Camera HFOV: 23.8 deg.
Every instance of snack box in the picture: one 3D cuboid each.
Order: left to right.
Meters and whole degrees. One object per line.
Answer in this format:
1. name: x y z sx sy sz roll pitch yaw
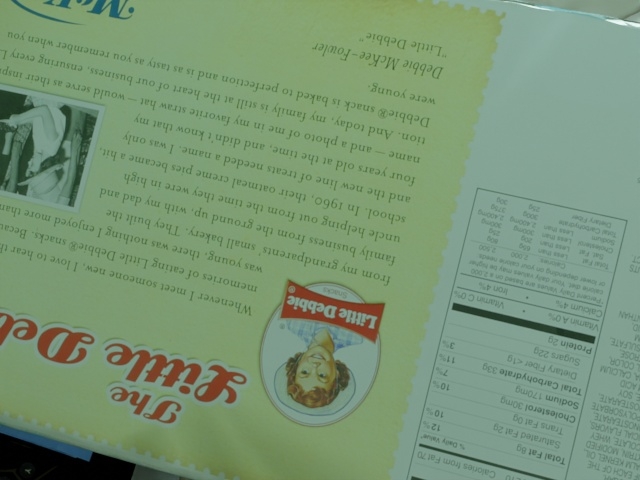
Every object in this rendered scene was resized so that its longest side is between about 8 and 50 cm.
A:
1. snack box: 0.000 0.000 0.544 0.060 0.322 0.187 26 78 -74

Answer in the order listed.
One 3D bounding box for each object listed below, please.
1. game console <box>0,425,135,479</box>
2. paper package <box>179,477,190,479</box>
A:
1. game console: -0.148 0.104 0.641 0.213 0.044 0.361 26 74 -31
2. paper package: 0.116 0.084 0.638 0.168 0.325 0.309 -7 92 -75
